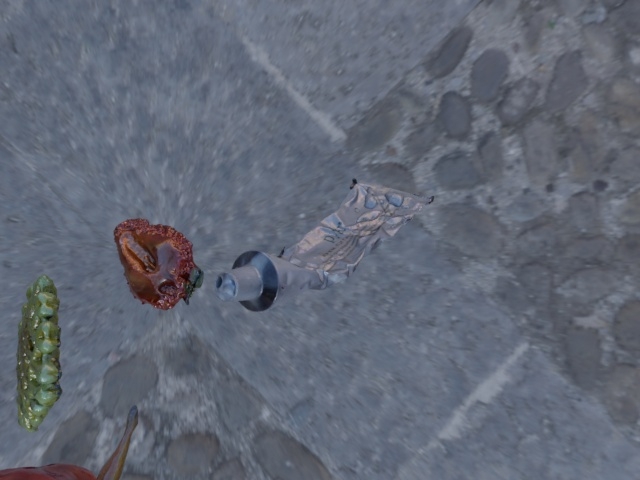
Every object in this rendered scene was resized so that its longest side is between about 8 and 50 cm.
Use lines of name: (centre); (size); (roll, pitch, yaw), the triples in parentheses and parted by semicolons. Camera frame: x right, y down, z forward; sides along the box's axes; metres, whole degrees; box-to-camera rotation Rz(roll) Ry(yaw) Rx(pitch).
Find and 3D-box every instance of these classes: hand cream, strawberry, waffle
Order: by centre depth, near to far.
hand cream: (0.000, 0.004, 1.046); (0.084, 0.257, 0.050); (14, 117, 31)
waffle: (-0.332, 0.131, 1.423); (0.036, 0.183, 0.169); (3, 64, -23)
strawberry: (-0.217, 0.027, 1.575); (0.152, 0.048, 0.104); (41, 90, 19)

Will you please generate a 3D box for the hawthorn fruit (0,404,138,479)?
hawthorn fruit: (-0.164, 0.213, 0.744); (0.207, 0.207, 0.243); (30, 88, -6)
